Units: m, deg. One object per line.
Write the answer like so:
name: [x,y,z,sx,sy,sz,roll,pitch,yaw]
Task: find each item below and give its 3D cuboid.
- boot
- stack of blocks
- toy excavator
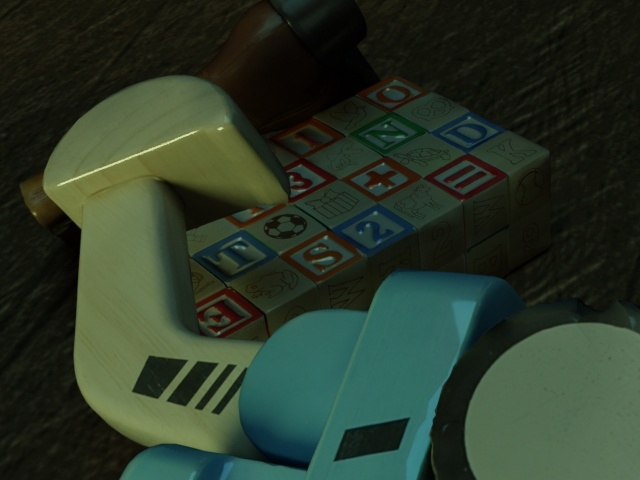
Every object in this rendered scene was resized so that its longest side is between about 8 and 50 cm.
boot: [-0.083,-0.074,1.051,0.280,0.096,0.264,-38,-4,-1]
stack of blocks: [0.000,0.000,0.957,0.297,0.087,0.171,-29,41,-27]
toy excavator: [-0.012,0.106,0.629,0.445,0.222,0.433,4,59,31]
